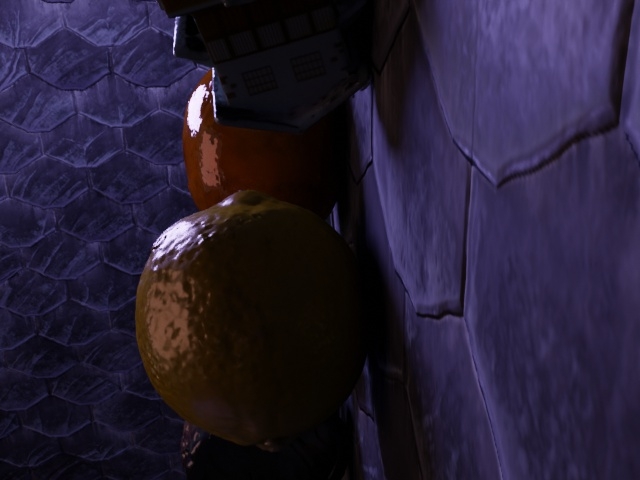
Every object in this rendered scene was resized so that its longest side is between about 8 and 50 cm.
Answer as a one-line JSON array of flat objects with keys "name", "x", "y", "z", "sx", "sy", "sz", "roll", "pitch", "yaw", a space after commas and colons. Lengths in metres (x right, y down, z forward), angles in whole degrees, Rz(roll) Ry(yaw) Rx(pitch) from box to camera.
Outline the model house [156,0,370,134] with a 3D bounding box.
[{"name": "model house", "x": -0.055, "y": -0.256, "z": 0.767, "sx": 0.215, "sy": 0.199, "sz": 0.224, "roll": 67, "pitch": -171, "yaw": -45}]

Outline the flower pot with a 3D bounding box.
[{"name": "flower pot", "x": -0.105, "y": 0.281, "z": 1.251, "sx": 0.267, "sy": 0.267, "sz": 0.266, "roll": -117, "pitch": 22, "yaw": -57}]

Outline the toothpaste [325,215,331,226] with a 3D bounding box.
[{"name": "toothpaste", "x": 0.000, "y": 0.000, "z": 1.251, "sx": 0.034, "sy": 0.046, "sz": 0.164, "roll": 92, "pitch": 173, "yaw": -82}]

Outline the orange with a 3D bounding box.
[{"name": "orange", "x": -0.084, "y": -0.132, "z": 1.086, "sx": 0.284, "sy": 0.226, "sz": 0.283, "roll": 176, "pitch": 90, "yaw": -79}]

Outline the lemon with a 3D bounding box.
[{"name": "lemon", "x": -0.075, "y": 0.087, "z": 0.861, "sx": 0.293, "sy": 0.293, "sz": 0.292, "roll": 176, "pitch": 90, "yaw": -86}]
